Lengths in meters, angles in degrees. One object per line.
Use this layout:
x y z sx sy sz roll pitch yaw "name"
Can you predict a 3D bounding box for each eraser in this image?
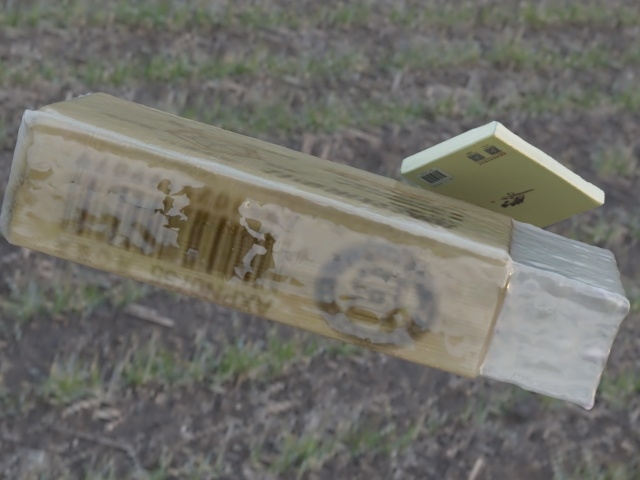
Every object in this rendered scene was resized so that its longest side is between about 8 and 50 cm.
0.000 0.000 0.898 0.343 0.078 0.144 17 13 4 "eraser"

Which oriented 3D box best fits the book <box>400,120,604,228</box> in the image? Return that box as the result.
0.115 -0.037 0.979 0.111 0.077 0.014 28 54 -38 "book"
